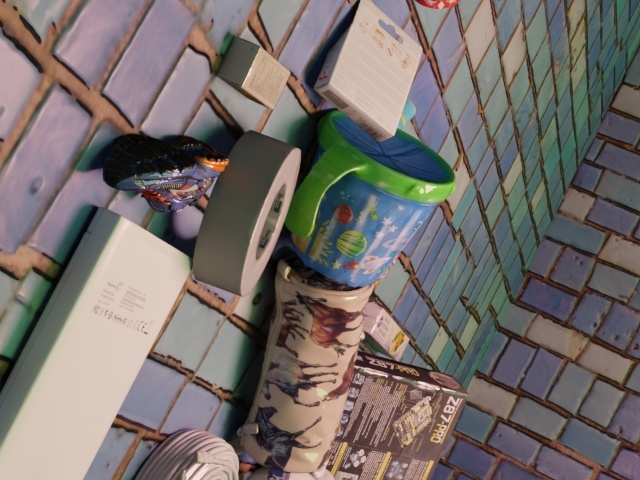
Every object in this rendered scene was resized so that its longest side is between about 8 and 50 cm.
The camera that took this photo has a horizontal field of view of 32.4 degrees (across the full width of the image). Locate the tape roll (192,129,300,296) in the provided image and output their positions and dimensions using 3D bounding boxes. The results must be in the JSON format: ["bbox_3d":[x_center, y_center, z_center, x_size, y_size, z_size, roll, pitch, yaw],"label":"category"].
[{"bbox_3d":[-0.098,-0.036,1.500,0.219,0.072,0.219,20,90,-85],"label":"tape roll"}]

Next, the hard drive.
[{"bbox_3d":[-0.289,0.150,1.349,0.353,0.047,0.233,-64,160,-6],"label":"hard drive"}]

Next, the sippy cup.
[{"bbox_3d":[0.065,-0.057,1.767,0.305,0.240,0.224,16,114,-25],"label":"sippy cup"}]

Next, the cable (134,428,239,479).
[{"bbox_3d":[-0.228,0.427,1.761,0.257,0.089,0.257,-65,161,2],"label":"cable"}]

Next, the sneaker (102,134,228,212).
[{"bbox_3d":[-0.185,-0.070,1.312,0.221,0.083,0.087,-7,125,-64],"label":"sneaker"}]

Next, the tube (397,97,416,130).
[{"bbox_3d":[0.088,-0.171,1.931,0.207,0.052,0.080,-50,145,-22],"label":"tube"}]

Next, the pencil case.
[{"bbox_3d":[-0.032,0.211,1.887,0.183,0.160,0.410,-5,122,-31],"label":"pencil case"}]

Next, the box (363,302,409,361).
[{"bbox_3d":[0.130,0.199,2.421,0.063,0.067,0.324,-63,159,-9],"label":"box"}]

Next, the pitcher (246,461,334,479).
[{"bbox_3d":[-0.050,0.445,2.018,0.207,0.125,0.178,16,76,-55],"label":"pitcher"}]

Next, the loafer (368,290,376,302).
[{"bbox_3d":[0.028,0.091,2.018,0.078,0.080,0.220,-31,152,17],"label":"loafer"}]

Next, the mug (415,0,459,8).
[{"bbox_3d":[0.175,-0.462,1.762,0.169,0.150,0.113,89,-5,-57],"label":"mug"}]

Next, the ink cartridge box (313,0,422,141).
[{"bbox_3d":[0.075,-0.265,1.696,0.145,0.045,0.179,36,57,-29],"label":"ink cartridge box"}]

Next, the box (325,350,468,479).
[{"bbox_3d":[0.075,0.422,2.193,0.097,0.318,0.395,-126,-125,-66],"label":"box"}]

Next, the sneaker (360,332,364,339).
[{"bbox_3d":[-0.001,0.207,2.011,0.190,0.083,0.071,-41,157,10],"label":"sneaker"}]

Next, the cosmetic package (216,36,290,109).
[{"bbox_3d":[-0.086,-0.217,1.439,0.060,0.041,0.115,-64,160,-1],"label":"cosmetic package"}]

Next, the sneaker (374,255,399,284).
[{"bbox_3d":[0.096,0.038,2.121,0.093,0.088,0.225,-63,160,-3],"label":"sneaker"}]
